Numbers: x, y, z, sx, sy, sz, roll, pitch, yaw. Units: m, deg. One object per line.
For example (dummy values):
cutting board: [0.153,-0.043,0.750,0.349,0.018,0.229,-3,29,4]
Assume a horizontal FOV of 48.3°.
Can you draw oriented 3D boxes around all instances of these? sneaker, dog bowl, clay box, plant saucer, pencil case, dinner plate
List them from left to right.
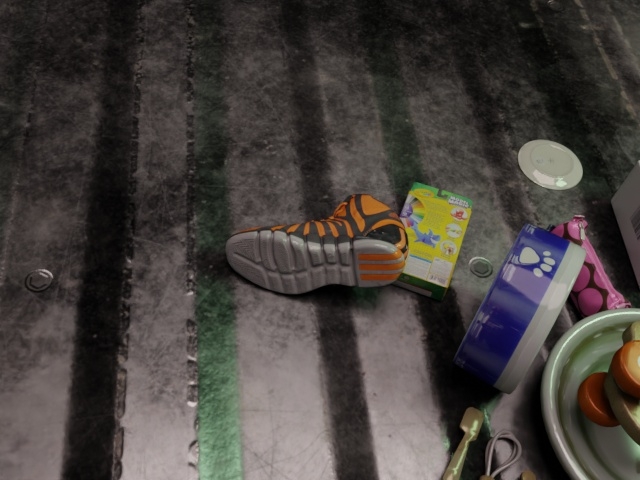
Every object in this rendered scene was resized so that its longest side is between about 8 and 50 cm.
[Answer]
sneaker: [0.000,0.000,1.293,0.321,0.124,0.180,4,34,9]
clay box: [0.202,-0.004,1.349,0.128,0.053,0.222,19,54,8]
dog bowl: [0.320,0.108,1.157,0.104,0.264,0.265,28,56,15]
dinner plate: [0.493,-0.167,1.528,0.141,0.017,0.141,3,54,-4]
pencil case: [0.493,0.060,1.316,0.095,0.098,0.209,-2,56,-26]
plant saucer: [0.538,0.303,1.150,0.401,0.100,0.400,4,54,-6]

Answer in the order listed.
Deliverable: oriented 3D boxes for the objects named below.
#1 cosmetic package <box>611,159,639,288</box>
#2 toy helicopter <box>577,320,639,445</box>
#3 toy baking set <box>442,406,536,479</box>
cosmetic package: [0.721,-0.025,1.383,0.225,0.138,0.224,2,55,-5]
toy helicopter: [0.579,0.195,1.092,0.235,0.140,0.355,39,56,17]
toy baking set: [0.264,0.393,1.096,0.197,0.030,0.256,-24,62,-26]
